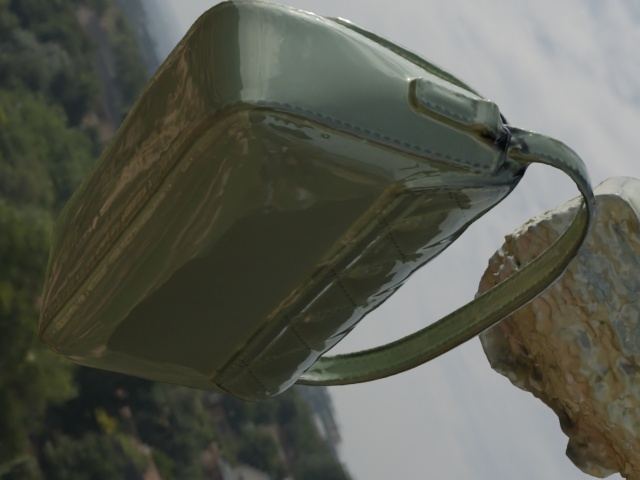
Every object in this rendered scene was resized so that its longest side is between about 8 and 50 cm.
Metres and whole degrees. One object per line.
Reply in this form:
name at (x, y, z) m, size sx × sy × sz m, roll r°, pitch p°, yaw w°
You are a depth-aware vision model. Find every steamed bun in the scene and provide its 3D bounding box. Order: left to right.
steamed bun at (0.214, 0.080, 1.102) m, size 0.225 × 0.170 × 0.200 m, roll 62°, pitch 16°, yaw 2°

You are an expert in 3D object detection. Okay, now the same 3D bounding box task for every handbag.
handbag at (0.000, 0.000, 0.712) m, size 0.256 × 0.219 × 0.079 m, roll -44°, pitch -143°, yaw 46°
